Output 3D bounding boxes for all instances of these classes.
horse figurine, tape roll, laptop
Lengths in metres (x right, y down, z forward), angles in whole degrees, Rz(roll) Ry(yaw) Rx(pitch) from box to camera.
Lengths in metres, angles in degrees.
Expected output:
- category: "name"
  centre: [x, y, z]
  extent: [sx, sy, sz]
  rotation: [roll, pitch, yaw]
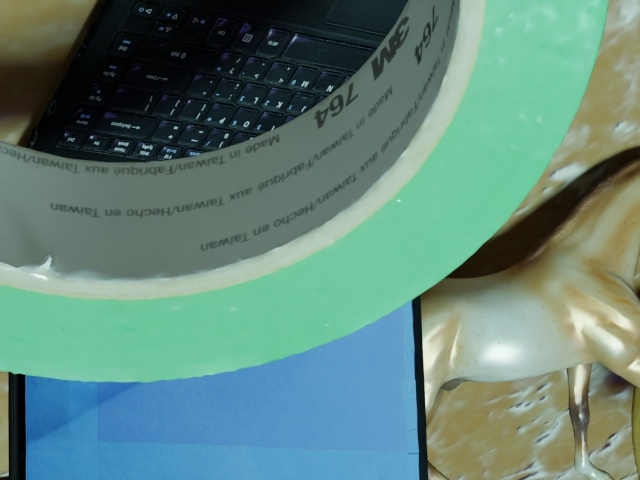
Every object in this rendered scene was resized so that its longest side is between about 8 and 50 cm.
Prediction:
- category: "horse figurine"
  centre: [0.091, 0.068, 0.985]
  extent: [0.263, 0.066, 0.174]
  rotation: [-15, 106, -1]
- category: "tape roll"
  centre: [-0.068, -0.095, 0.625]
  extent: [0.321, 0.077, 0.321]
  rotation: [-2, 129, -3]
- category: "laptop"
  centre: [0.000, 0.000, 0.822]
  extent: [0.234, 0.136, 0.264]
  rotation: [7, 130, -39]

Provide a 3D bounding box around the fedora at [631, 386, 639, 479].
- category: "fedora"
  centre: [0.222, 0.089, 1.078]
  extent: [0.079, 0.194, 0.194]
  rotation: [4, 146, 17]
